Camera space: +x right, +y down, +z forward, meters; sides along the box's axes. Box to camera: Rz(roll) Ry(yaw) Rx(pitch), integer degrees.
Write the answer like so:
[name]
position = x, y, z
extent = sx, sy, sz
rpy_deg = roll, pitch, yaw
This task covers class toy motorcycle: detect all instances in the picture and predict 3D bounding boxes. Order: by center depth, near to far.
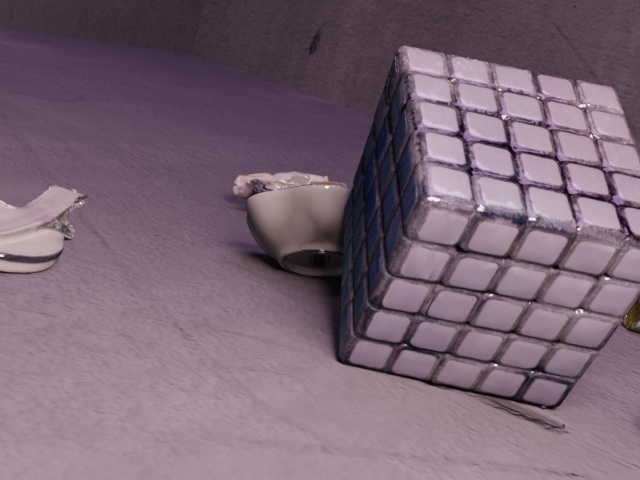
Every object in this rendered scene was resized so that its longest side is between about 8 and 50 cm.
[toy motorcycle]
position = -0.021, -0.064, 1.496
extent = 0.228, 0.074, 0.151
rpy_deg = 4, 15, -35

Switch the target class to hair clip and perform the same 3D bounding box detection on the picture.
[hair clip]
position = -0.314, -0.014, 1.008
extent = 0.140, 0.054, 0.220
rpy_deg = 24, 17, 14

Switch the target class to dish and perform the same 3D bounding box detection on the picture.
[dish]
position = 0.000, 0.000, 1.188
extent = 0.190, 0.066, 0.191
rpy_deg = 3, -21, 1

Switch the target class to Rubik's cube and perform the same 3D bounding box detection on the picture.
[Rubik's cube]
position = 0.159, -0.015, 0.980
extent = 0.238, 0.237, 0.237
rpy_deg = 11, 42, -10

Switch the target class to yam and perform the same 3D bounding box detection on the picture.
[yam]
position = 0.483, 0.109, 1.406
extent = 0.132, 0.054, 0.054
rpy_deg = 13, 13, -17
